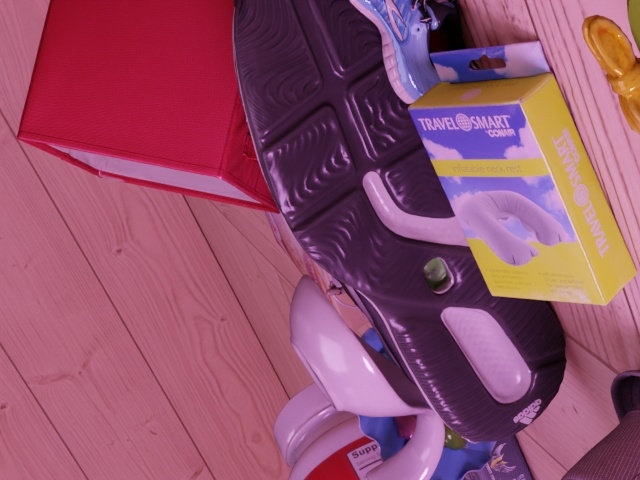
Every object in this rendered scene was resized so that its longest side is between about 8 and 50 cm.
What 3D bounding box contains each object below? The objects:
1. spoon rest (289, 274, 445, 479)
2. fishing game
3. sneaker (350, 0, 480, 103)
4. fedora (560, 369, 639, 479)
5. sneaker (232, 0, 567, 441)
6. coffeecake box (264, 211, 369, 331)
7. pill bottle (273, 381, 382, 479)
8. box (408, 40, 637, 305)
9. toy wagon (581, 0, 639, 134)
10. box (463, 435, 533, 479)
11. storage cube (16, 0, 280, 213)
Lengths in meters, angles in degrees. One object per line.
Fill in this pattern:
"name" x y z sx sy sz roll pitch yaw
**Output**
"spoon rest" 0.046 0.129 1.196 0.137 0.084 0.276 50 169 43
"fishing game" 0.111 0.153 1.371 0.041 0.189 0.264 -37 63 48
"sneaker" 0.067 -0.169 0.965 0.073 0.063 0.162 2 128 56
"fedora" 0.249 0.223 0.984 0.244 0.124 0.275 52 167 38
"sneaker" 0.023 -0.046 1.166 0.448 0.169 0.257 61 168 -26
"coffeecake box" 0.000 0.000 1.696 0.185 0.068 0.142 51 168 39
"pill bottle" 0.094 0.376 1.834 0.408 0.229 0.229 59 172 38
"box" 0.131 -0.042 0.930 0.109 0.042 0.178 3 126 52
"toy wagon" 0.182 -0.080 0.529 0.267 0.068 0.344 61 179 -8
"box" 0.190 0.274 1.597 0.233 0.059 0.183 64 170 -25
"storage cube" -0.120 -0.145 1.210 0.214 0.193 0.183 11 175 16
